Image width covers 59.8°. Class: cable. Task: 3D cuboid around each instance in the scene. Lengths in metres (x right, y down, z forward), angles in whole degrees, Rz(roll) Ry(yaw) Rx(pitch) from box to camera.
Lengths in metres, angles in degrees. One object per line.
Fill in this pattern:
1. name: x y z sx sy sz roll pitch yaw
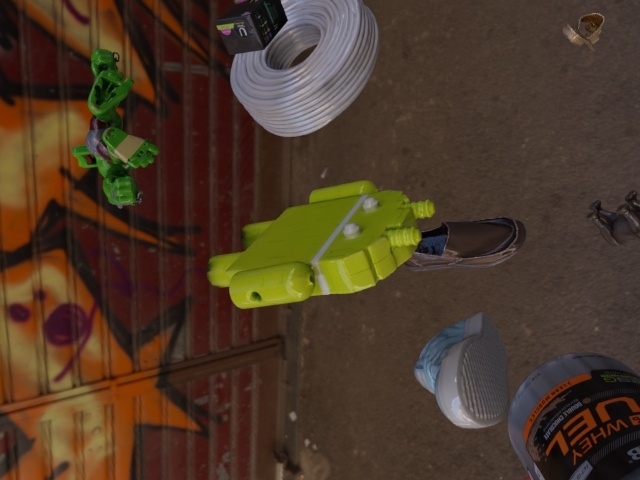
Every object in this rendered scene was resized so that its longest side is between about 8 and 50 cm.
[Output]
1. cable: -0.027 -0.297 0.903 0.257 0.089 0.257 -31 53 14

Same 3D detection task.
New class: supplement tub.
1. supplement tub: 0.368 0.287 0.646 0.338 0.207 0.207 -92 5 -77

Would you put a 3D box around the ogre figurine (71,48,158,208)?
1. ogre figurine: -0.260 -0.127 0.700 0.197 0.096 0.118 58 151 3

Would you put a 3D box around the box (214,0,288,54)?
1. box: -0.094 -0.302 0.766 0.062 0.083 0.052 3 138 29

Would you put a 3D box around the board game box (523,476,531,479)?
1. board game box: 0.550 0.483 1.180 0.193 0.146 0.045 -55 50 46

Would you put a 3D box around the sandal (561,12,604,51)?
1. sandal: 0.717 -0.563 1.478 0.088 0.240 0.079 53 128 12

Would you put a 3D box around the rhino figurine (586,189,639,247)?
1. rhino figurine: 0.601 -0.037 1.033 0.106 0.073 0.243 45 172 -2

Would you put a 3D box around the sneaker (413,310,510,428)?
1. sneaker: 0.227 0.233 0.945 0.150 0.366 0.135 -32 83 23

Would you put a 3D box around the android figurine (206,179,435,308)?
1. android figurine: 0.000 0.000 0.657 0.272 0.248 0.056 -8 115 33

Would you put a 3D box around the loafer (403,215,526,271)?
1. loafer: 0.395 0.010 1.586 0.365 0.130 0.134 -15 61 21
